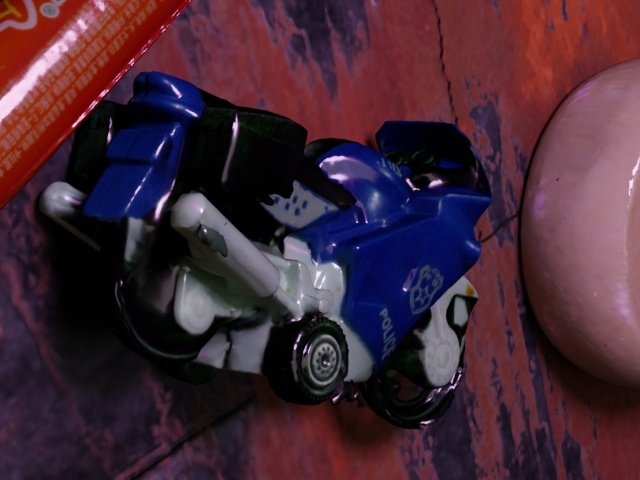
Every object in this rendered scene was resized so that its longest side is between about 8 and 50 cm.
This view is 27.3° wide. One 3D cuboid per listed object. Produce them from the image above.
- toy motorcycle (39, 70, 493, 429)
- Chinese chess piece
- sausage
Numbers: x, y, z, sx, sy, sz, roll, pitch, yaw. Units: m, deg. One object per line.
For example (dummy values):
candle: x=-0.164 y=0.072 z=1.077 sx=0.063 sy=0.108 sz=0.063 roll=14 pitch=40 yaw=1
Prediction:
toy motorcycle: x=0.000 y=0.000 z=0.772 sx=0.331 sy=0.125 sz=0.196 roll=22 pitch=77 yaw=-48
Chinese chess piece: x=0.270 y=-0.013 z=1.049 sx=0.273 sy=0.102 sz=0.273 roll=-8 pitch=101 yaw=-43
sausage: x=-0.133 y=-0.091 z=0.651 sx=0.264 sy=0.083 sz=0.083 roll=-54 pitch=128 yaw=-26
